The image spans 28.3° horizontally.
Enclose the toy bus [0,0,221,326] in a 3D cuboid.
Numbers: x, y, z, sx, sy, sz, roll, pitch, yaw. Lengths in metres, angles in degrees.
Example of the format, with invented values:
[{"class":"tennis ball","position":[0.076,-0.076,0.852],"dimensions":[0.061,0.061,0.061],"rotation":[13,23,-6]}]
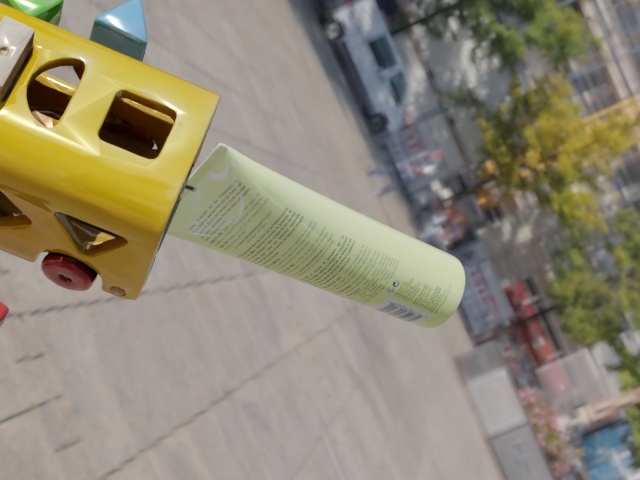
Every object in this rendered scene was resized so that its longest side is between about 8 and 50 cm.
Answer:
[{"class":"toy bus","position":[-0.148,-0.058,0.601],"dimensions":[0.191,0.202,0.104],"rotation":[61,-27,16]}]

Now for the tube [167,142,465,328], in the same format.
[{"class":"tube","position":[0.000,0.000,0.918],"dimensions":[0.240,0.070,0.062],"rotation":[22,-1,-32]}]
